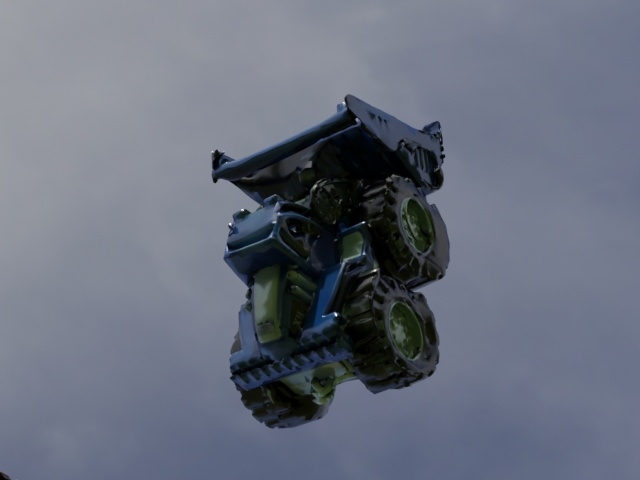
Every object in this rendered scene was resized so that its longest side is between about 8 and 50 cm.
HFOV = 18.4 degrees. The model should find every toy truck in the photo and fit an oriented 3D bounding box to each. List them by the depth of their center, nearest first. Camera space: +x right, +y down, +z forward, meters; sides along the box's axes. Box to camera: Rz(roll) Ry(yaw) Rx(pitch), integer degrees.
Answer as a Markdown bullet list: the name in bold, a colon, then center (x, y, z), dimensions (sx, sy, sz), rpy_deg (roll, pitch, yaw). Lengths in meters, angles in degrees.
- **toy truck**: center (0.000, 0.000, 1.185), dimensions (0.113, 0.208, 0.126), rpy_deg (-23, -51, 31)

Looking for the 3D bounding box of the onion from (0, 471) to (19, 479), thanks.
- **onion**: center (-0.207, 0.214, 0.860), dimensions (0.276, 0.276, 0.276), rpy_deg (-1, -84, -12)
